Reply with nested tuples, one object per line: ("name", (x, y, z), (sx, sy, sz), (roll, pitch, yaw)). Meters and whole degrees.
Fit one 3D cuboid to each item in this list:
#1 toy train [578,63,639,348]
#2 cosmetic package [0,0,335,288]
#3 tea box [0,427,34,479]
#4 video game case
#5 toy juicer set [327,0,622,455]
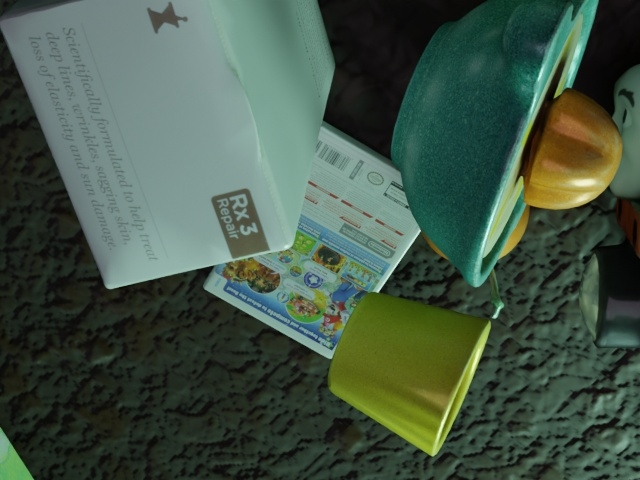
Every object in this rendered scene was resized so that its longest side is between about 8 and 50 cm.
("toy train", (0.297, -0.011, 0.617), (0.334, 0.142, 0.190), (1, 102, 7))
("cosmetic package", (-0.053, -0.085, 0.559), (0.086, 0.231, 0.117), (-13, 112, 12))
("tea box", (-0.372, 0.174, 0.714), (0.329, 0.220, 0.323), (-23, 110, 15))
("video game case", (0.000, 0.000, 0.712), (0.087, 0.011, 0.122), (30, 113, -8))
("toy juicer set", (0.097, -0.070, 0.553), (0.090, 0.209, 0.329), (22, 136, 13))
